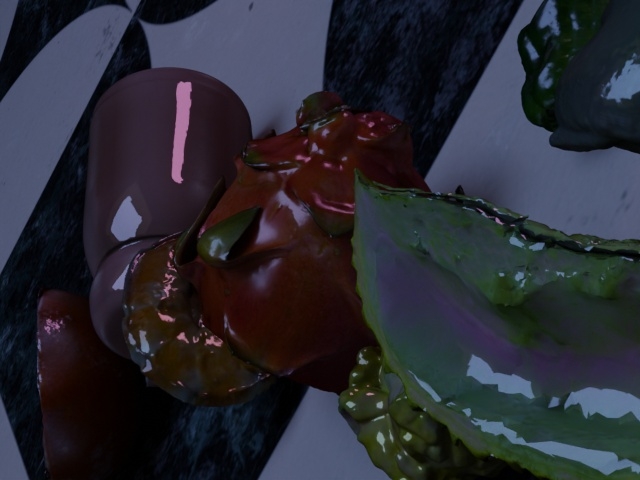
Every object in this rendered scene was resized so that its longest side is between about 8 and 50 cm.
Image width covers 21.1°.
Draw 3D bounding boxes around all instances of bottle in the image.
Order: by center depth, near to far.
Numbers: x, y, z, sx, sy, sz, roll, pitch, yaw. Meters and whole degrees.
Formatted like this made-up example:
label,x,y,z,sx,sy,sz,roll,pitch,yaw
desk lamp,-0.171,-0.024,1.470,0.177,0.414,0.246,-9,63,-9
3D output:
label,x,y,z,sx,sy,sz,roll,pitch,yaw
bottle,-0.153,-0.008,1.750,0.206,0.173,0.297,95,174,-49

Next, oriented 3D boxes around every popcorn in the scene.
label,x,y,z,sx,sy,sz,roll,pitch,yaw
popcorn,0.085,0.111,1.216,0.126,0.125,0.145,-60,37,29

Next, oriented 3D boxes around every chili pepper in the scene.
label,x,y,z,sx,sy,sz,roll,pitch,yaw
chili pepper,0.199,-0.190,1.312,0.099,0.083,0.253,-51,24,47

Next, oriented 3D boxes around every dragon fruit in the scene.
label,x,y,z,sx,sy,sz,roll,pitch,yaw
dragon fruit,-0.001,0.005,1.376,0.224,0.224,0.227,7,71,64

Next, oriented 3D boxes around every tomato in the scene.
label,x,y,z,sx,sy,sz,roll,pitch,yaw
tomato,-0.231,0.156,1.767,0.199,0.112,0.228,135,128,-87

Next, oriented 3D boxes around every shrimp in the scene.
label,x,y,z,sx,sy,sz,roll,pitch,yaw
shrimp,-0.090,0.023,1.600,0.062,0.164,0.317,117,172,-50

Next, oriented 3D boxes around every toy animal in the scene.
label,x,y,z,sx,sy,sz,roll,pitch,yaw
toy animal,0.249,-0.164,1.144,0.127,0.125,0.251,12,78,43

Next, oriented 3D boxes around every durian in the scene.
label,x,y,z,sx,sy,sz,roll,pitch,yaw
durian,0.153,0.052,1.047,0.351,0.169,0.158,11,56,41
